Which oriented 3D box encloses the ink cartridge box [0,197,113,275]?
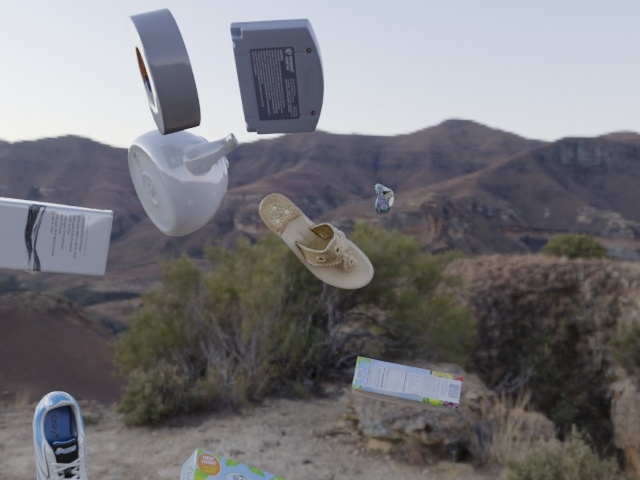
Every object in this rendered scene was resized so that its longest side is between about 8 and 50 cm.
[{"bbox_3d":[-0.573,-0.014,1.378,0.308,0.128,0.223,6,1,-21],"label":"ink cartridge box"}]

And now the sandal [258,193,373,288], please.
[{"bbox_3d":[-0.004,0.005,1.226,0.240,0.088,0.079,38,-8,-7],"label":"sandal"}]

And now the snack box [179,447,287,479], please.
[{"bbox_3d":[-0.081,0.267,0.638,0.100,0.037,0.141,27,30,-20],"label":"snack box"}]

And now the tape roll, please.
[{"bbox_3d":[-0.286,-0.306,1.304,0.072,0.219,0.219,-19,7,-16],"label":"tape roll"}]

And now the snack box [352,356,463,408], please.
[{"bbox_3d":[0.169,0.293,1.438,0.207,0.070,0.174,9,-16,5],"label":"snack box"}]

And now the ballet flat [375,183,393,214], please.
[{"bbox_3d":[0.139,-0.091,1.544,0.041,0.041,0.114,3,31,3],"label":"ballet flat"}]

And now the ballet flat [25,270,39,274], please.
[{"bbox_3d":[-0.663,0.034,1.733,0.281,0.096,0.095,-2,5,-25],"label":"ballet flat"}]

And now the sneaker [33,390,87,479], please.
[{"bbox_3d":[-0.420,0.366,1.164,0.085,0.237,0.086,-9,-3,-27],"label":"sneaker"}]

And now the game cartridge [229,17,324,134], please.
[{"bbox_3d":[-0.089,-0.368,1.624,0.196,0.060,0.294,1,-41,4],"label":"game cartridge"}]

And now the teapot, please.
[{"bbox_3d":[-0.289,-0.139,1.558,0.187,0.252,0.256,-26,41,-29],"label":"teapot"}]
